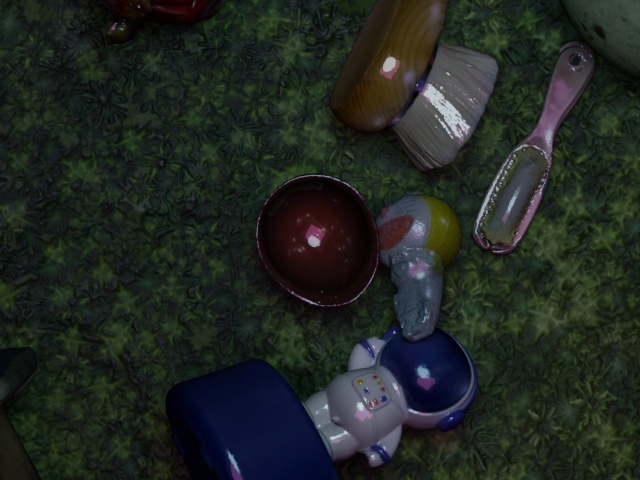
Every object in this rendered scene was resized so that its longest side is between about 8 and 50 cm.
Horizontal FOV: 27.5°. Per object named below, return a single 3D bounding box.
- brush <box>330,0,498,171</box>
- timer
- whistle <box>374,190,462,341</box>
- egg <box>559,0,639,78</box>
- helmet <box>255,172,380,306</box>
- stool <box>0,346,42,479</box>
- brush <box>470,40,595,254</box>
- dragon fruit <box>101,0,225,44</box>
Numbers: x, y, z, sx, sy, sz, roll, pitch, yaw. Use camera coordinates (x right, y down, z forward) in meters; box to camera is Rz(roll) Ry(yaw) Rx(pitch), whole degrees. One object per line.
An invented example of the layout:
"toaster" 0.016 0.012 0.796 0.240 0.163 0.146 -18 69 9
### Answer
"brush" 0.136 -0.238 1.700 0.166 0.174 0.266 26 72 -14
"timer" 0.024 0.226 1.660 0.383 0.270 0.270 -27 90 -16
"whistle" 0.119 0.024 1.681 0.123 0.123 0.223 5 54 -1
"egg" 0.425 -0.374 1.641 0.288 0.287 0.379 -30 76 -2
"helmet" 0.000 0.000 1.709 0.155 0.106 0.175 -38 90 0
"stool" -0.489 0.275 1.599 0.310 0.310 0.226 -13 95 -2
"brush" 0.293 -0.126 1.743 0.072 0.067 0.313 26 86 0
"dragon fruit" -0.222 -0.413 1.649 0.291 0.250 0.269 39 107 -6
